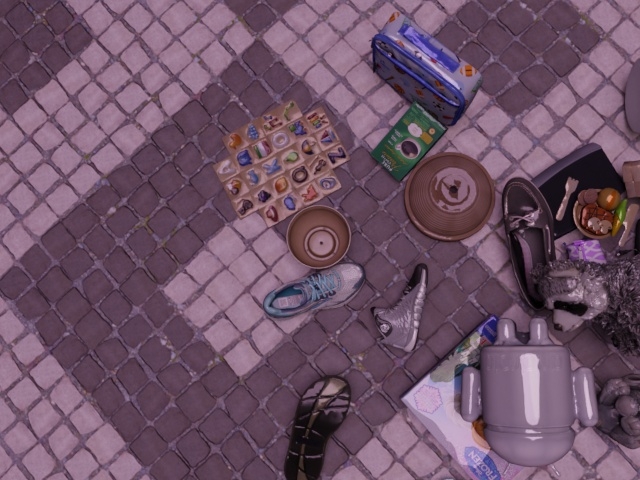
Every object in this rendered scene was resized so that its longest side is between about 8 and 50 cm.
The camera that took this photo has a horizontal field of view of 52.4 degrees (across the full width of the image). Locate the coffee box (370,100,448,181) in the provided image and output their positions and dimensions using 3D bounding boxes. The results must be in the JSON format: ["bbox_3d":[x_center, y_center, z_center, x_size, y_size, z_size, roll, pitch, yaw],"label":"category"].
[{"bbox_3d":[0.230,-0.257,1.697,0.113,0.040,0.184,43,110,9],"label":"coffee box"}]

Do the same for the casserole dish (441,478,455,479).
[{"bbox_3d":[0.327,0.679,1.596,0.114,0.037,0.189,-11,82,3],"label":"casserole dish"}]

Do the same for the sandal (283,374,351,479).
[{"bbox_3d":[-0.017,0.470,1.634,0.120,0.086,0.303,22,99,2],"label":"sandal"}]

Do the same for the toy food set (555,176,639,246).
[{"bbox_3d":[0.684,-0.070,1.594,0.192,0.038,0.133,21,86,-1],"label":"toy food set"}]

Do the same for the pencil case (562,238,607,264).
[{"bbox_3d":[0.676,0.092,1.619,0.086,0.088,0.206,-18,82,23],"label":"pencil case"}]

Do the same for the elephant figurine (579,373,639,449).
[{"bbox_3d":[0.779,0.389,1.548,0.239,0.186,0.170,-15,118,-23],"label":"elephant figurine"}]

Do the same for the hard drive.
[{"bbox_3d":[0.640,-0.122,1.645,0.254,0.054,0.172,-33,93,-7],"label":"hard drive"}]

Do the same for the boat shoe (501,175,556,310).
[{"bbox_3d":[0.515,0.011,1.588,0.112,0.095,0.335,-11,100,29],"label":"boat shoe"}]

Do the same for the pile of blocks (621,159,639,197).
[{"bbox_3d":[0.914,-0.100,1.607,0.362,0.112,0.149,40,129,6],"label":"pile of blocks"}]

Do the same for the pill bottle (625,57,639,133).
[{"bbox_3d":[0.980,-0.361,1.589,0.391,0.224,0.224,-1,82,5],"label":"pill bottle"}]

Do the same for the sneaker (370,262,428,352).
[{"bbox_3d":[0.196,0.161,1.654,0.132,0.086,0.229,11,84,8],"label":"sneaker"}]

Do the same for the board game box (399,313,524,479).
[{"bbox_3d":[0.419,0.404,1.610,0.318,0.066,0.319,-43,81,-2],"label":"board game box"}]

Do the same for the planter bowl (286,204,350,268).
[{"bbox_3d":[0.000,0.000,1.676,0.162,0.109,0.162,-1,79,5],"label":"planter bowl"}]

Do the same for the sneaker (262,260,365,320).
[{"bbox_3d":[-0.015,0.134,1.654,0.282,0.122,0.110,-24,81,1],"label":"sneaker"}]

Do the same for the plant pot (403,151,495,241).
[{"bbox_3d":[0.334,-0.121,1.667,0.237,0.110,0.238,-1,81,5],"label":"plant pot"}]

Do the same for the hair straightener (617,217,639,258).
[{"bbox_3d":[0.790,0.052,1.645,0.089,0.047,0.231,14,88,7],"label":"hair straightener"}]

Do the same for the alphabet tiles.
[{"bbox_3d":[-0.107,-0.211,1.765,0.342,0.011,0.285,-29,81,0],"label":"alphabet tiles"}]

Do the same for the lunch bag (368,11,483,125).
[{"bbox_3d":[0.257,-0.433,1.647,0.303,0.243,0.115,38,86,8],"label":"lunch bag"}]

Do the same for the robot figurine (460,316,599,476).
[{"bbox_3d":[0.467,0.353,1.478,0.299,0.199,0.354,-5,81,23],"label":"robot figurine"}]

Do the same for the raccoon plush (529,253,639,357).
[{"bbox_3d":[0.694,0.056,1.516,0.299,0.216,0.446,38,62,9],"label":"raccoon plush"}]
